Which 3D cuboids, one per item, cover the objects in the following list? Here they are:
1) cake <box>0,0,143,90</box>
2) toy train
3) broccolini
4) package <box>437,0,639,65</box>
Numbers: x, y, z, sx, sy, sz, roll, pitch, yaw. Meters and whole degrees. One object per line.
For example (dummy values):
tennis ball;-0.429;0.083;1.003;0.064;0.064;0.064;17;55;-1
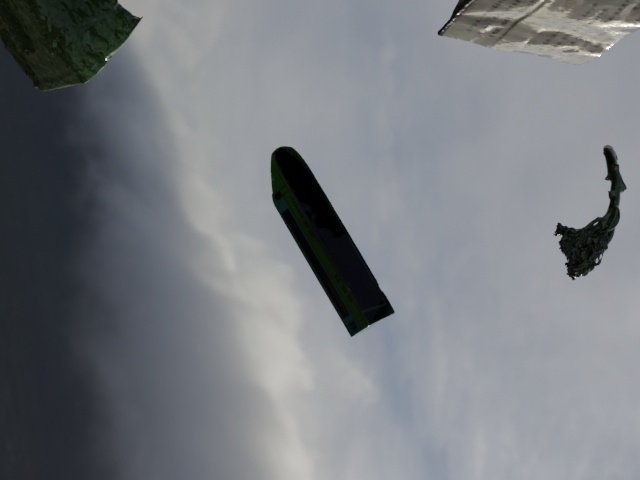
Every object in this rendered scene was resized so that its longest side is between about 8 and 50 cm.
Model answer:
cake;-0.294;-0.241;1.009;0.100;0.235;0.099;0;-122;48
toy train;0.000;0.000;1.130;0.042;0.044;0.209;-39;-103;43
broccolini;0.281;-0.035;1.070;0.052;0.194;0.054;-7;-56;37
package;0.271;-0.275;1.227;0.251;0.204;0.062;126;-27;-59
